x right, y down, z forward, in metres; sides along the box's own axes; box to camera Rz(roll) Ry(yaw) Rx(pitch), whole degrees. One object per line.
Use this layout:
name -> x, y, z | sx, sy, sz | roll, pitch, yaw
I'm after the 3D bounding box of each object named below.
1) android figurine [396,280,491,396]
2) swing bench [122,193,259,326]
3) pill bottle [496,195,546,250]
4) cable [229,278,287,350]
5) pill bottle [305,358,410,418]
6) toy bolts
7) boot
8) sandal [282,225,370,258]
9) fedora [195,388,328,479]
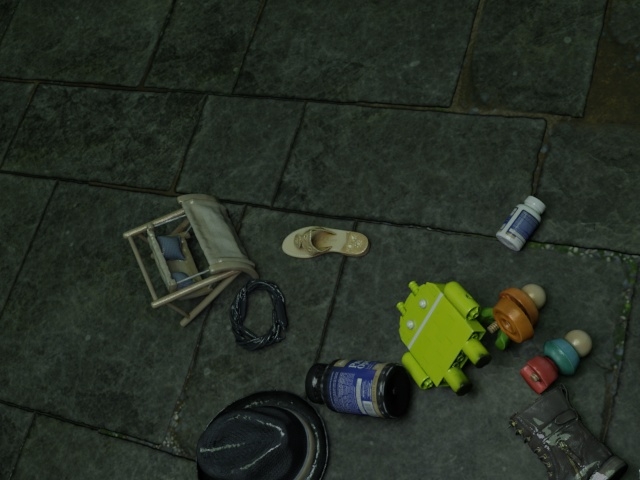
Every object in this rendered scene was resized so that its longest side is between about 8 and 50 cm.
android figurine -> 0.261, 0.203, 1.845 | 0.273, 0.056, 0.248 | 54, 128, 39
swing bench -> -0.332, 0.037, 2.160 | 0.255, 0.165, 0.253 | -33, 59, 5
pill bottle -> 0.463, -0.041, 1.921 | 0.067, 0.067, 0.120 | 34, 83, 31
cable -> -0.159, 0.183, 2.097 | 0.151, 0.047, 0.184 | -24, 64, 17
pill bottle -> 0.079, 0.328, 1.873 | 0.219, 0.123, 0.122 | -1, 67, 36
toy bolts -> 0.467, 0.184, 1.759 | 0.158, 0.218, 0.228 | -34, 77, -12
boot -> 0.464, 0.447, 1.704 | 0.263, 0.091, 0.229 | -40, 53, -3
sandal -> 0.001, -0.006, 2.090 | 0.240, 0.079, 0.088 | 3, 69, 24
fedora -> -0.157, 0.475, 1.898 | 0.334, 0.152, 0.334 | -9, 65, 19
